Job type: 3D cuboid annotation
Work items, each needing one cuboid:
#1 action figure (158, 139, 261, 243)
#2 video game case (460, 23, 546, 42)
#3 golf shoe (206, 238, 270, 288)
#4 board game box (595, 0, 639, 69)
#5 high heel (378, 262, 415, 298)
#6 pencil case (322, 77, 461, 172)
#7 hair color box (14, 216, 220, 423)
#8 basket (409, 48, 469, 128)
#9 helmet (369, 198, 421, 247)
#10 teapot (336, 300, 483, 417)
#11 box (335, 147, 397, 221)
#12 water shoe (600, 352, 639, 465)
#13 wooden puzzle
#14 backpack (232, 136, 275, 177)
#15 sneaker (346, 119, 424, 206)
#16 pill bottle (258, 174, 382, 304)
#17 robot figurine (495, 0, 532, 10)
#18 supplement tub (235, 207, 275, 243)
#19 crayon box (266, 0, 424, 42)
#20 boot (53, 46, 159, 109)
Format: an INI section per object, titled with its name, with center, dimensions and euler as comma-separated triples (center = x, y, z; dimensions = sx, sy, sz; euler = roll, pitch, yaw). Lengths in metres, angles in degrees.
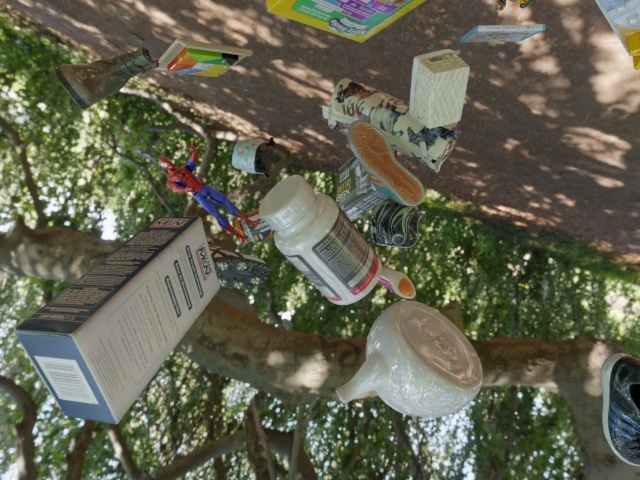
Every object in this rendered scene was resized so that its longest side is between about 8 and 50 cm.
[action figure]
center = -0.267, -0.120, 0.983
dimensions = 0.280, 0.092, 0.139
euler = 37, 153, -6
[video game case]
center = 0.453, -0.520, 1.038
dimensions = 0.166, 0.015, 0.119
euler = -2, -167, -1
[golf shoe]
center = -0.255, 0.043, 1.001
dimensions = 0.272, 0.105, 0.120
euler = 7, -138, -15
[board game box]
center = 0.574, -0.406, 0.526
dimensions = 0.389, 0.051, 0.389
euler = 16, 162, -37
[high heel]
center = 0.244, 0.145, 1.554
dimensions = 0.243, 0.082, 0.117
euler = 30, 166, -17
[pencil case]
center = 0.216, -0.359, 1.277
dimensions = 0.409, 0.160, 0.184
euler = 25, -140, 9
[hair color box]
center = -0.311, 0.109, 0.715
dimensions = 0.105, 0.174, 0.347
euler = 1, -151, 15
[basket]
center = 0.309, -0.393, 1.082
dimensions = 0.113, 0.167, 0.103
euler = -16, -134, -9
[helmet]
center = 0.246, -0.062, 1.363
dimensions = 0.169, 0.162, 0.169
euler = 6, -177, 0
[teapot]
center = 0.190, 0.262, 0.851
dimensions = 0.255, 0.187, 0.253
euler = 32, -152, -1
[box]
center = 0.168, -0.232, 1.576
dimensions = 0.076, 0.243, 0.307
euler = 18, 152, -26
[water shoe]
center = 0.517, 0.291, 0.676
dimensions = 0.072, 0.204, 0.080
euler = -17, -173, -6
[wooden puzzle]
center = -0.346, -0.525, 1.211
dimensions = 0.220, 0.045, 0.238
euler = -11, -169, -38
[backpack]
center = -0.239, -0.301, 1.491
dimensions = 0.115, 0.152, 0.182
euler = 7, -166, 11
[sneaker]
center = 0.173, -0.215, 1.218
dimensions = 0.302, 0.108, 0.121
euler = 49, 169, -10
[pill bottle]
center = 0.000, 0.000, 1.001
dimensions = 0.319, 0.176, 0.176
euler = 48, 165, -32
[robot figurine]
center = 0.556, -0.806, 1.150
dimensions = 0.210, 0.292, 0.085
euler = 9, -151, -2
[supplement tub]
center = -0.208, -0.064, 1.520
dimensions = 0.190, 0.117, 0.117
euler = -22, -177, -1
[crayon box]
center = 0.092, -0.651, 1.027
dimensions = 0.362, 0.106, 0.312
euler = -8, 178, -44
[boot]
center = -0.411, -0.342, 0.820
dimensions = 0.084, 0.161, 0.247
euler = 62, 180, -28
